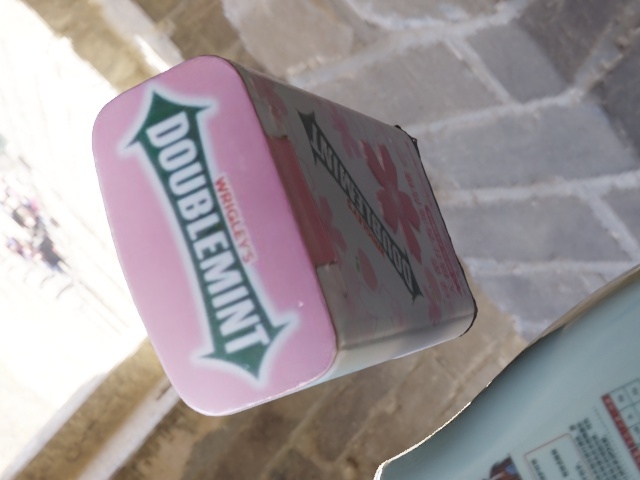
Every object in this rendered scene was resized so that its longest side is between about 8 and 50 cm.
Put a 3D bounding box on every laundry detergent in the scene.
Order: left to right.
[{"bbox_3d":[0.153,0.182,0.648,0.398,0.263,0.125,-28,-5,4],"label":"laundry detergent"}]

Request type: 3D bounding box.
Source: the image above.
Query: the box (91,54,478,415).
[{"bbox_3d":[0.000,0.000,0.736,0.112,0.190,0.370,-21,-9,17],"label":"box"}]
